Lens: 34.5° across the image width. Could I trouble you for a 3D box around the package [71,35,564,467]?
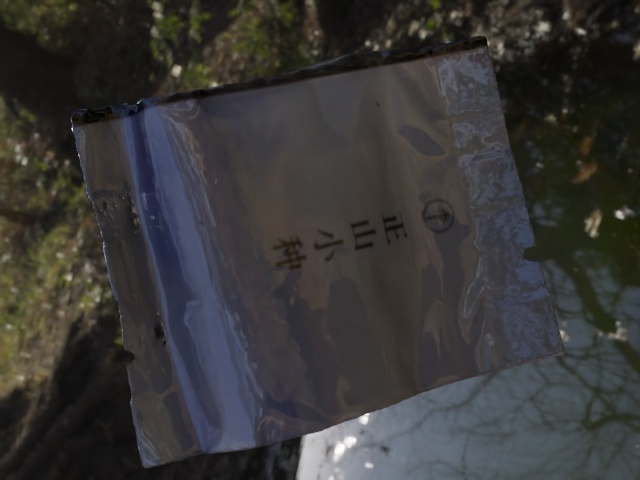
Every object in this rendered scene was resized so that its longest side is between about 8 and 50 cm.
[{"bbox_3d":[0.000,0.000,0.591,0.062,0.251,0.204,173,85,-75],"label":"package"}]
